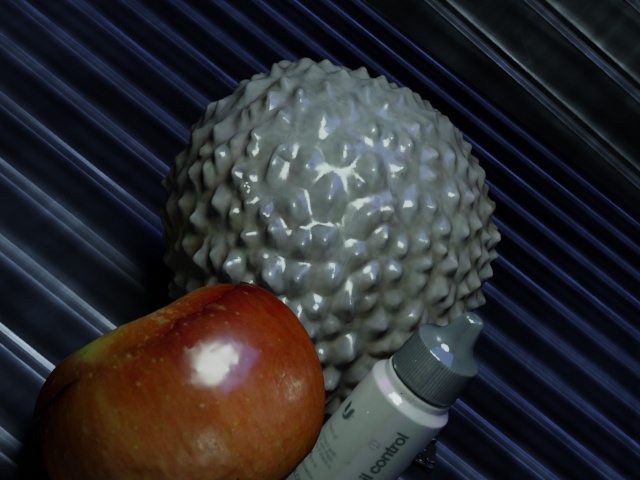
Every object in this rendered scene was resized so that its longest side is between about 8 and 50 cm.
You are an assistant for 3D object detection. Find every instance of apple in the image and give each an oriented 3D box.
[{"bbox_3d":[-0.115,0.156,1.368,0.206,0.252,0.272,59,11,3],"label":"apple"}]

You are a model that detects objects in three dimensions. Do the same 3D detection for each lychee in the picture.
[{"bbox_3d":[0.000,0.000,1.673,0.380,0.380,0.432,28,55,-23],"label":"lychee"}]

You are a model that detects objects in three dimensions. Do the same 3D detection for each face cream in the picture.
[{"bbox_3d":[0.056,0.183,1.475,0.092,0.311,0.092,32,23,-15],"label":"face cream"}]

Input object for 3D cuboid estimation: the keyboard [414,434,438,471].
[{"bbox_3d":[0.114,0.200,1.889,0.072,0.023,0.231,31,24,-10],"label":"keyboard"}]
